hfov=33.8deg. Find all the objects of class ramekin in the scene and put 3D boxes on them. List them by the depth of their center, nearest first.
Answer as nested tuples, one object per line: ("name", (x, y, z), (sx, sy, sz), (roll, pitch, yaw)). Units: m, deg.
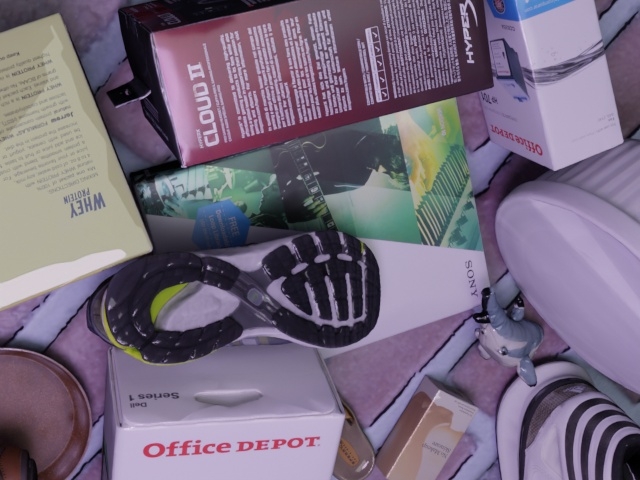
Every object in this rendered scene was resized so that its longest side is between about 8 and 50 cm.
("ramekin", (0.311, 0.021, 1.033), (0.127, 0.273, 0.273), (-40, 114, -15))

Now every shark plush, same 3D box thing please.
("shark plush", (0.191, 0.085, 1.105), (0.067, 0.073, 0.161), (-52, 130, -9))

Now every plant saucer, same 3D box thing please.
("plant saucer", (-0.306, 0.177, 1.012), (0.168, 0.029, 0.169), (-5, 107, -15))

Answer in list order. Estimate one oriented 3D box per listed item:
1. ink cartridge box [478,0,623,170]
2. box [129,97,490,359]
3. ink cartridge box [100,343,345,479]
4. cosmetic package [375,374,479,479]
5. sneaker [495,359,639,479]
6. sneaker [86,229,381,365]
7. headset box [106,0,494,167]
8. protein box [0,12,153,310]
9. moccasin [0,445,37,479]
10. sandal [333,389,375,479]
("ink cartridge box", (0.202, -0.178, 0.997), (0.082, 0.139, 0.191), (-22, 112, -11))
("box", (0.000, 0.000, 1.036), (0.321, 0.058, 0.232), (-19, 111, -11))
("ink cartridge box", (-0.105, 0.235, 1.006), (0.201, 0.117, 0.278), (-1, 124, -17))
("cosmetic package", (0.115, 0.212, 1.145), (0.060, 0.041, 0.115), (26, 97, -23))
("sneaker", (0.306, 0.377, 1.137), (0.169, 0.257, 0.448), (-15, 111, -12))
("sneaker", (-0.073, 0.046, 0.947), (0.299, 0.121, 0.111), (0, 89, -35))
("headset box", (-0.036, -0.161, 0.888), (0.293, 0.218, 0.110), (-16, 110, -13))
("protein box", (-0.270, -0.054, 0.874), (0.199, 0.136, 0.201), (-22, 99, -9))
("moccasin", (-0.326, 0.376, 0.999), (0.146, 0.139, 0.380), (-6, 119, -12))
("sandal", (0.003, 0.195, 1.101), (0.072, 0.049, 0.180), (-39, 113, -2))
